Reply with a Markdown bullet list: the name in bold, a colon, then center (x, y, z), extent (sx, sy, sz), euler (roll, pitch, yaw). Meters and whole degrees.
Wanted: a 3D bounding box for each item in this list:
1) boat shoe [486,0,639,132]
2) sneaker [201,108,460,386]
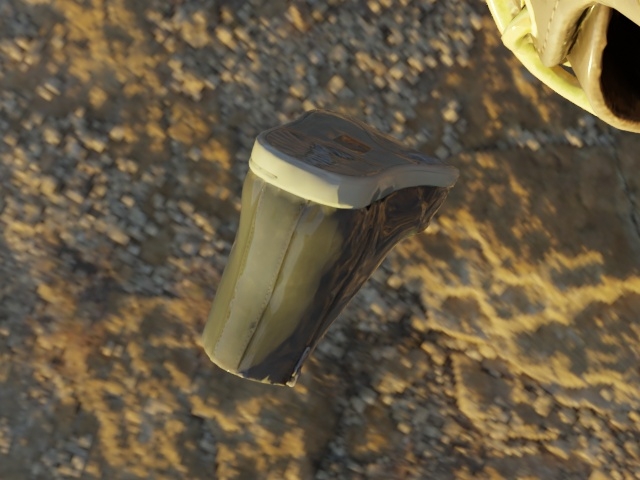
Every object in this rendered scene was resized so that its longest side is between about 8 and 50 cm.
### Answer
- **boat shoe**: center (0.090, -0.065, 0.350), extent (0.324, 0.116, 0.097), euler (40, 105, 48)
- **sneaker**: center (0.000, 0.000, 0.854), extent (0.083, 0.222, 0.118), euler (27, 105, 17)
